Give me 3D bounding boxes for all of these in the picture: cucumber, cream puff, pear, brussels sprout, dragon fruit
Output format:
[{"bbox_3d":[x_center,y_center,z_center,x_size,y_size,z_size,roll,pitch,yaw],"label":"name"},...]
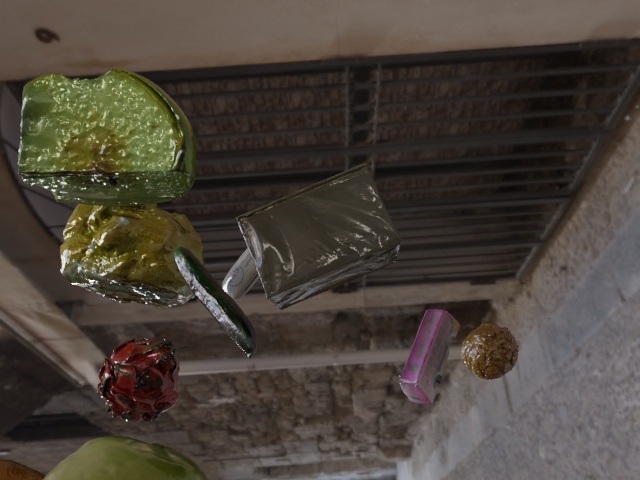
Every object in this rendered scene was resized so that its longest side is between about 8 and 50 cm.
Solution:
[{"bbox_3d":[-0.203,0.112,1.146,0.284,0.056,0.056,47,162,25],"label":"cucumber"},{"bbox_3d":[0.396,0.256,1.359,0.103,0.144,0.126,-1,96,52],"label":"cream puff"},{"bbox_3d":[-0.346,-0.161,1.018,0.282,0.287,0.176,104,164,-80],"label":"pear"},{"bbox_3d":[-0.457,0.004,1.484,0.378,0.379,0.275,86,-168,-68],"label":"cream puff"},{"bbox_3d":[-0.277,0.410,0.814,0.243,0.317,0.273,1,-81,-65],"label":"brussels sprout"},{"bbox_3d":[-0.467,0.366,1.609,0.233,0.293,0.233,51,-158,-29],"label":"dragon fruit"}]

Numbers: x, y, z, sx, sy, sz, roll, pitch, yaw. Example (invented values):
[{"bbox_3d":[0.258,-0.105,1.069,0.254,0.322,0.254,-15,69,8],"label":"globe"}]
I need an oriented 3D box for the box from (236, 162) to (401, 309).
[{"bbox_3d":[0.000,0.000,1.005,0.155,0.232,0.148,78,170,-74],"label":"box"}]

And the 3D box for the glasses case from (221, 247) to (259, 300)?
[{"bbox_3d":[-0.201,0.081,1.636,0.076,0.197,0.049,47,-167,32],"label":"glasses case"}]

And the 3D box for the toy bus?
[{"bbox_3d":[0.321,0.339,1.756,0.112,0.090,0.273,49,-125,-35],"label":"toy bus"}]

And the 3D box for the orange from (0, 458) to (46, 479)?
[{"bbox_3d":[-0.570,0.487,1.028,0.206,0.206,0.205,-4,-90,-90],"label":"orange"}]
